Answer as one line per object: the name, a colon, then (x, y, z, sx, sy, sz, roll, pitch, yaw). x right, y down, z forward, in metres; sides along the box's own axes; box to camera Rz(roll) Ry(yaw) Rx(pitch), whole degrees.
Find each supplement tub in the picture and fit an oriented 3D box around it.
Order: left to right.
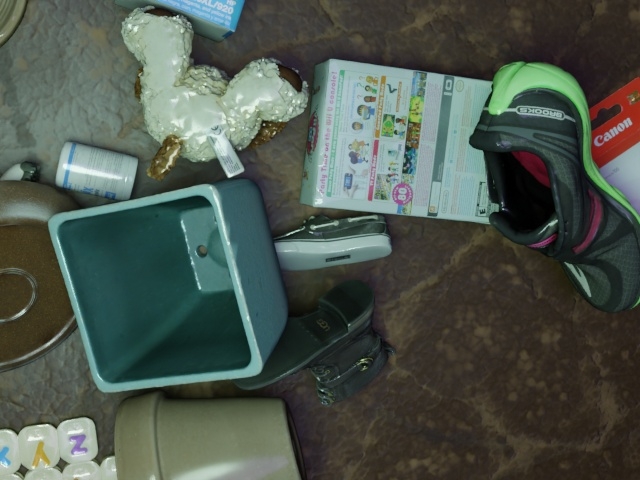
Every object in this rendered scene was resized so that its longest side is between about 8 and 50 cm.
supplement tub: (-0.325, -0.100, 1.240, 0.107, 0.071, 0.070, 13, 94, -14)

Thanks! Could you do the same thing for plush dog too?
plush dog: (-0.164, -0.177, 1.189, 0.263, 0.225, 0.210, 24, 93, -2)

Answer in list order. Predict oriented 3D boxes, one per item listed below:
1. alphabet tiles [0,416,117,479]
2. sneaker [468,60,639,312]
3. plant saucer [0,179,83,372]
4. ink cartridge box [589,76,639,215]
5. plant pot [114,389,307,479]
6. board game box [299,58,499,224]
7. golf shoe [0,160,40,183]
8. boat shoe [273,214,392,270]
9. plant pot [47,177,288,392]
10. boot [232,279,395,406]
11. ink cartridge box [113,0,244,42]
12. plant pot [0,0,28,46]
alphabet tiles: (-0.418, 0.413, 1.307, 0.284, 0.021, 0.277, -7, 98, -13)
sneaker: (0.352, -0.045, 1.310, 0.202, 0.185, 0.482, -50, 122, -20)
plant saucer: (-0.436, 0.066, 1.165, 0.311, 0.050, 0.310, -21, 129, -28)
ink cartridge box: (0.537, -0.132, 1.458, 0.189, 0.066, 0.232, -34, 108, -7)
plant pot: (-0.143, 0.327, 1.221, 0.230, 0.263, 0.262, -14, 100, 0)
board game box: (0.134, -0.149, 1.335, 0.304, 0.097, 0.223, 6, 95, -16)
golf shoe: (-0.501, -0.011, 1.194, 0.120, 0.105, 0.272, 35, 87, -8)
boat shoe: (0.000, 0.000, 1.338, 0.220, 0.077, 0.070, -5, 65, -7)
plant pot: (-0.176, 0.039, 1.187, 0.247, 0.252, 0.247, -10, 101, 19)
boot: (0.001, 0.192, 1.297, 0.263, 0.091, 0.229, -29, 143, -14)
ink cartridge box: (-0.171, -0.421, 1.186, 0.168, 0.171, 0.232, 18, 93, -15)
plant pot: (-0.517, -0.357, 1.142, 0.238, 0.110, 0.237, -2, 98, -14)
